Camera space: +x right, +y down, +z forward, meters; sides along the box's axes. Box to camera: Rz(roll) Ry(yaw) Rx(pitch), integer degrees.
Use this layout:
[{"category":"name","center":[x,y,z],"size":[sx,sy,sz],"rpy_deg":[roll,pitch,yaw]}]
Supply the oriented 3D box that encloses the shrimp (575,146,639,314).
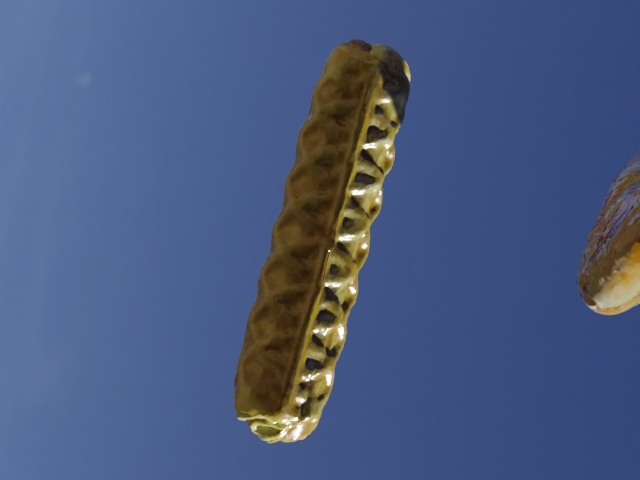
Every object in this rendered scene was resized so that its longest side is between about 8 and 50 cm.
[{"category":"shrimp","center":[0.220,-0.052,0.954],"size":[0.154,0.062,0.294],"rpy_deg":[-55,177,33]}]

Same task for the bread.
[{"category":"bread","center":[0.001,0.000,1.463],"size":[0.077,0.084,0.367],"rpy_deg":[12,-94,55]}]
